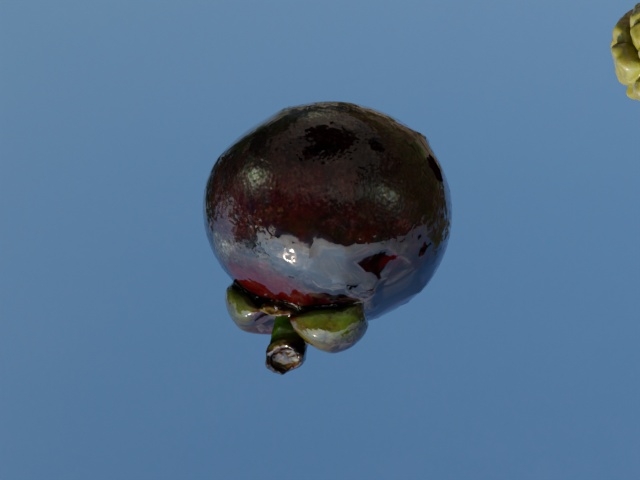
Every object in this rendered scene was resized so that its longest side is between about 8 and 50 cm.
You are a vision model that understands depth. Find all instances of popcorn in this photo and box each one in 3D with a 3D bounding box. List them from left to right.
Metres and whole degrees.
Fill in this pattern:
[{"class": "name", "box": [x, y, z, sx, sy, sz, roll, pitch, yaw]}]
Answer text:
[{"class": "popcorn", "box": [0.399, -0.207, 1.431, 0.173, 0.142, 0.173, 5, -161, -2]}]

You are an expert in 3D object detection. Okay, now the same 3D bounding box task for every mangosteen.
[{"class": "mangosteen", "box": [0.008, -0.009, 1.120, 0.216, 0.216, 0.216, 1, -144, -1]}]
